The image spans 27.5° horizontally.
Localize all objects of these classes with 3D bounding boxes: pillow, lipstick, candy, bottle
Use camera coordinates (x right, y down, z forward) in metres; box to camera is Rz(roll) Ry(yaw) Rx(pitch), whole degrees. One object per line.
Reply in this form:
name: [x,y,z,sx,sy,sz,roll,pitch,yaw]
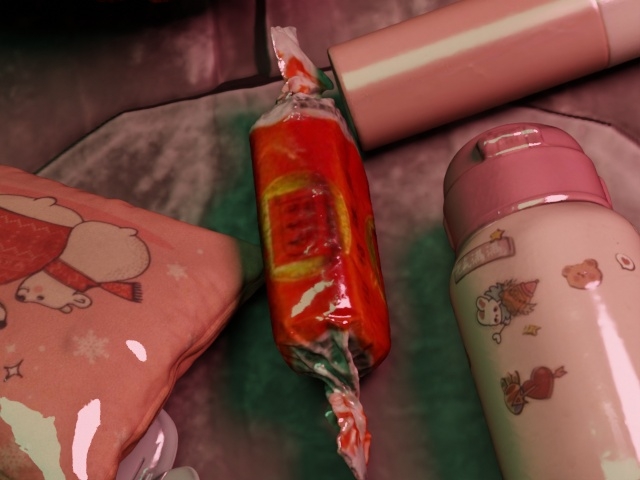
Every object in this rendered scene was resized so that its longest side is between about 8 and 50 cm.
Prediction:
pillow: [-0.170,0.040,0.754,0.236,0.084,0.223,22,45,19]
lipstick: [0.134,-0.129,0.810,0.254,0.070,0.070,-19,60,1]
candy: [-0.001,0.000,0.758,0.059,0.086,0.292,-16,61,14]
bottle: [0.129,0.043,0.697,0.110,0.110,0.233,-16,59,3]

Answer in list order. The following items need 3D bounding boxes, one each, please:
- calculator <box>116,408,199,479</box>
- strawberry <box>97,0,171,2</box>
calculator: [-0.137,0.126,0.755,0.153,0.021,0.095,19,67,24]
strawberry: [-0.150,-0.300,0.873,0.343,0.292,0.292,4,62,30]
